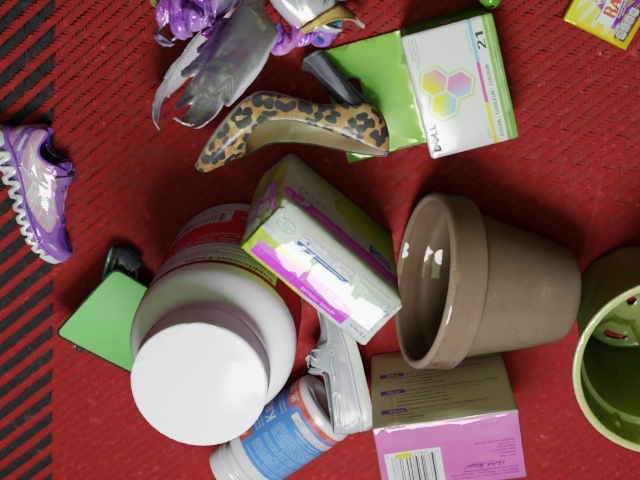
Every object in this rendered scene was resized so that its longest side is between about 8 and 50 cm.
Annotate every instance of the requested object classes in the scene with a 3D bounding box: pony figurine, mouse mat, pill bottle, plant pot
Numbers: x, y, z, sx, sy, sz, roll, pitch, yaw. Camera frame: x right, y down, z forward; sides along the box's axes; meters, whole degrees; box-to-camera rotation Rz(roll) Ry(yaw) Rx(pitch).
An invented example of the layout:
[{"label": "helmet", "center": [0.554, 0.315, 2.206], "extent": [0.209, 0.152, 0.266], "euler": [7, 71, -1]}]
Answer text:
[{"label": "pony figurine", "center": [-0.141, -0.335, 1.323], "extent": [0.351, 0.303, 0.363], "euler": [-45, 116, -8]}, {"label": "mouse mat", "center": [-0.310, 0.138, 1.588], "extent": [0.152, 0.007, 0.190], "euler": [-46, 127, 10]}, {"label": "pill bottle", "center": [-0.141, 0.111, 1.405], "extent": [0.229, 0.407, 0.229], "euler": [1, 110, 3]}, {"label": "plant pot", "center": [0.256, 0.071, 1.466], "extent": [0.229, 0.263, 0.263], "euler": [8, 111, -12]}, {"label": "pill bottle", "center": [-0.073, 0.331, 1.632], "extent": [0.221, 0.124, 0.124], "euler": [-37, 104, 13]}, {"label": "plant pot", "center": [0.493, 0.133, 1.464], "extent": [0.276, 0.254, 0.276], "euler": [1, 111, 3]}]

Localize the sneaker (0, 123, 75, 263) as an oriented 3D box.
[{"label": "sneaker", "center": [-0.426, -0.079, 1.523], "extent": [0.104, 0.095, 0.236], "euler": [-17, 107, 1]}]

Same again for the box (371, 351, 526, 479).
[{"label": "box", "center": [0.193, 0.270, 1.533], "extent": [0.213, 0.243, 0.117], "euler": [-9, 110, 5]}]

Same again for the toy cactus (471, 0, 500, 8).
[{"label": "toy cactus", "center": [0.173, -0.419, 1.376], "extent": [0.180, 0.112, 0.219], "euler": [-20, 111, 29]}]

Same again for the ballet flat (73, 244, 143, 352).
[{"label": "ballet flat", "center": [-0.339, 0.105, 1.594], "extent": [0.074, 0.074, 0.203], "euler": [23, 107, -5]}]

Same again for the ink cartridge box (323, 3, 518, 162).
[{"label": "ink cartridge box", "center": [0.141, -0.216, 1.439], "extent": [0.255, 0.097, 0.189], "euler": [-14, 109, 7]}]

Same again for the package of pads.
[{"label": "package of pads", "center": [0.000, 0.000, 1.417], "extent": [0.229, 0.296, 0.101], "euler": [40, 104, -10]}]

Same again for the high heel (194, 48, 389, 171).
[{"label": "high heel", "center": [-0.037, -0.135, 1.416], "extent": [0.261, 0.093, 0.186], "euler": [-39, 80, -7]}]

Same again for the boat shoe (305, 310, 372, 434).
[{"label": "boat shoe", "center": [0.020, 0.197, 1.558], "extent": [0.081, 0.079, 0.227], "euler": [-13, 77, -10]}]

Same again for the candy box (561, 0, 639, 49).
[{"label": "candy box", "center": [0.440, -0.387, 1.398], "extent": [0.105, 0.027, 0.206], "euler": [25, 109, -3]}]
